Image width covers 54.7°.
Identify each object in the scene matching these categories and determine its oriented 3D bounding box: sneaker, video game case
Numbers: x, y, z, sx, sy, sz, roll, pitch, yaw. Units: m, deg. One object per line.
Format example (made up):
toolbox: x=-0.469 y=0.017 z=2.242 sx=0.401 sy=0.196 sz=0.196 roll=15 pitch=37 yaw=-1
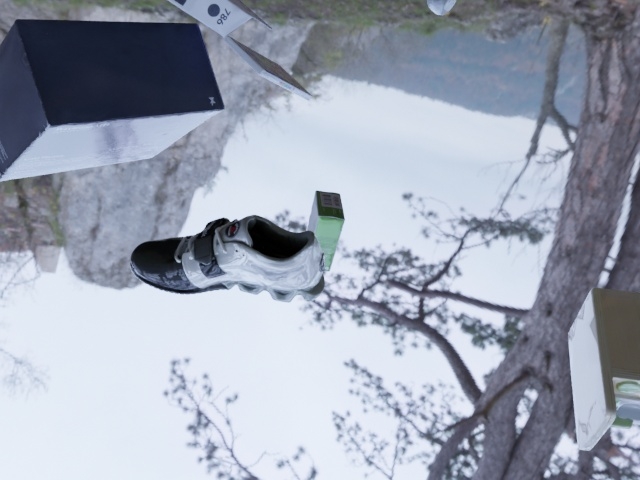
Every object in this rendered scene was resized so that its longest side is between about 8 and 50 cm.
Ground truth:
sneaker: x=-0.155 y=0.010 z=1.023 sx=0.331 sy=0.146 sz=0.122 roll=3 pitch=-133 yaw=1
video game case: x=-0.072 y=-0.242 z=0.874 sx=0.087 sy=0.011 sz=0.122 roll=48 pitch=-161 yaw=26

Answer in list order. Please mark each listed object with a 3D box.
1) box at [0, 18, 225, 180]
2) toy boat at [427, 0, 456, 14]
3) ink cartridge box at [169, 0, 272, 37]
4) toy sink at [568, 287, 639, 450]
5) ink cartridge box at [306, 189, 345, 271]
box: x=-0.418 y=-0.260 z=1.161 sx=0.343 sy=0.178 sz=0.313 roll=-18 pitch=-179 yaw=-44
toy boat: x=0.180 y=-0.584 z=1.248 sx=0.318 sy=0.148 sz=0.267 roll=20 pitch=-147 yaw=-28
ink cartridge box: x=-0.246 y=-0.436 z=1.024 sx=0.333 sy=0.065 sz=0.165 roll=22 pitch=-159 yaw=-42
toy sink: x=0.505 y=0.221 z=1.025 sx=0.131 sy=0.152 sz=0.234 roll=6 pitch=-130 yaw=8
ink cartridge box: x=0.000 y=0.000 z=1.443 sx=0.062 sy=0.209 sz=0.109 roll=8 pitch=-144 yaw=-10
